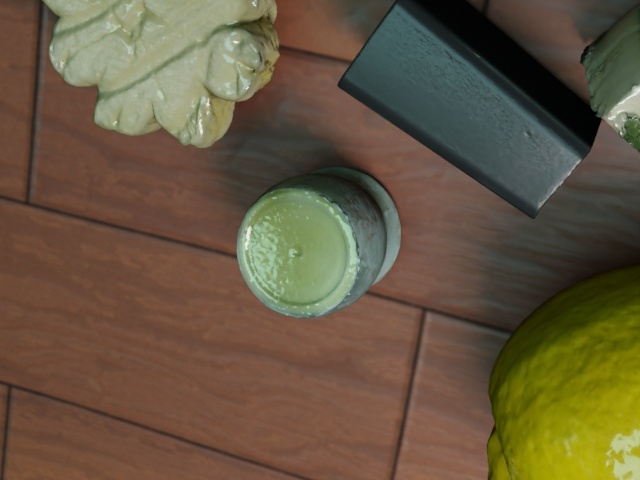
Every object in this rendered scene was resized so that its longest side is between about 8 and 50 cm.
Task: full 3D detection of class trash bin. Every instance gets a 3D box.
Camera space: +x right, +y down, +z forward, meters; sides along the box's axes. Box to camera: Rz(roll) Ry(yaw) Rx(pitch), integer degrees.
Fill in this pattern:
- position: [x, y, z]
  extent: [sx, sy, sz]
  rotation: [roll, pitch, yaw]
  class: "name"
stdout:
- position: [0.153, -0.141, 1.227]
  extent: [0.225, 0.165, 0.115]
  rotation: [37, 114, 2]
  class: "trash bin"

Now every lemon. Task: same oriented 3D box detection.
- position: [0.322, 0.180, 1.183]
  extent: [0.347, 0.348, 0.348]
  rotation: [5, 108, 17]
  class: "lemon"

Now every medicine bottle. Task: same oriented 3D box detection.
- position: [0.000, 0.000, 1.330]
  extent: [0.147, 0.143, 0.147]
  rotation: [4, 103, 19]
  class: "medicine bottle"

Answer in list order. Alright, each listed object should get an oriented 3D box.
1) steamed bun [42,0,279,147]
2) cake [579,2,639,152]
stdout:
- position: [-0.160, -0.256, 1.314]
  extent: [0.295, 0.137, 0.292]
  rotation: [16, 115, 22]
  class: "steamed bun"
- position: [0.382, -0.103, 1.159]
  extent: [0.158, 0.172, 0.284]
  rotation: [-39, 93, 27]
  class: "cake"
